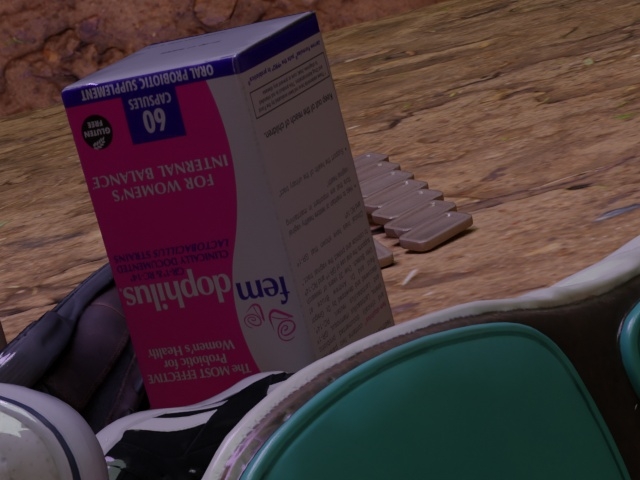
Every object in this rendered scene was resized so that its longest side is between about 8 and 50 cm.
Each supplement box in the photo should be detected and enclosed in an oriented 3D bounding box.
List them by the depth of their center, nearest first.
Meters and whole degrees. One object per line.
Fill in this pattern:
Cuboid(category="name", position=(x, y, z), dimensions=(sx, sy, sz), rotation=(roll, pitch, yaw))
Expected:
Cuboid(category="supplement box", position=(-0.043, 0.000, 1.058), dimensions=(0.111, 0.220, 0.114), rotation=(-9, 15, 26))

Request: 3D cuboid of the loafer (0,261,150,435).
Cuboid(category="loafer", position=(-0.142, 0.087, 1.147), dimensions=(0.109, 0.095, 0.302), rotation=(-43, 2, 12))

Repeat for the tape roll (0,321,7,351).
Cuboid(category="tape roll", position=(-0.340, 0.080, 1.389), dimensions=(0.219, 0.072, 0.219), rotation=(-14, 11, 3))

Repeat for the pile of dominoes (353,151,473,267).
Cuboid(category="pile of dominoes", position=(0.000, 0.000, 1.492), dimensions=(0.196, 0.040, 0.251), rotation=(-17, 21, -14))

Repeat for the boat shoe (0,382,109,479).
Cuboid(category="boat shoe", position=(-0.275, 0.142, 0.792), dimensions=(0.367, 0.136, 0.156), rotation=(-14, -10, 13))

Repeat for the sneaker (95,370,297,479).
Cuboid(category="sneaker", position=(-0.023, 0.105, 0.887), dimensions=(0.121, 0.079, 0.217), rotation=(-8, 12, 34))

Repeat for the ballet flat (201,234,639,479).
Cuboid(category="ballet flat", position=(0.092, 0.081, 0.804), dimensions=(0.400, 0.139, 0.139), rotation=(-25, 16, -37))
